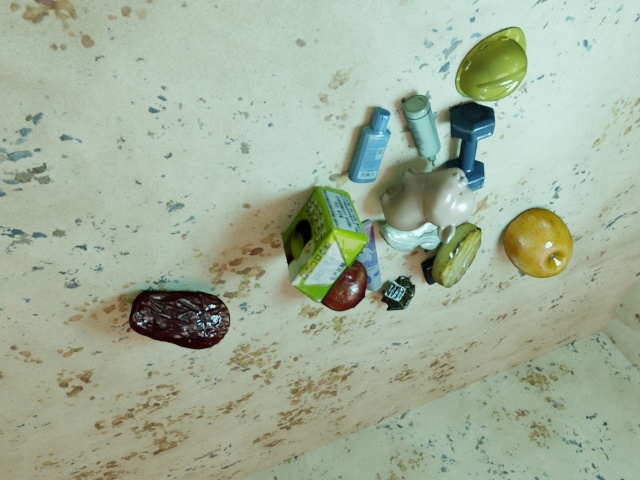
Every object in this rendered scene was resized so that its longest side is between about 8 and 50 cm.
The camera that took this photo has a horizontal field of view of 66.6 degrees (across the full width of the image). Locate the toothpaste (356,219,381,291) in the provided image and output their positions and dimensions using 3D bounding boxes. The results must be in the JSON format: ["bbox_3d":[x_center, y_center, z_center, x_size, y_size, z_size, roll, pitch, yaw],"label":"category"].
[{"bbox_3d":[0.182,0.067,1.987,0.125,0.080,0.371,-22,132,-2],"label":"toothpaste"}]

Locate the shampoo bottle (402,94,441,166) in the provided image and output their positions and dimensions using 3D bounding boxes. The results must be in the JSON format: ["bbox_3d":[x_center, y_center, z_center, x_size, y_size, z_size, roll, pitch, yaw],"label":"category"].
[{"bbox_3d":[0.342,-0.355,1.605,0.085,0.085,0.262,-31,140,4],"label":"shampoo bottle"}]

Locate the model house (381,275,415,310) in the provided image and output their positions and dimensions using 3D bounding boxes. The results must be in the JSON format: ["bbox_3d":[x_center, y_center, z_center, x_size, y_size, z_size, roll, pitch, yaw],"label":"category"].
[{"bbox_3d":[0.349,0.232,2.236,0.152,0.106,0.165,47,66,-38],"label":"model house"}]

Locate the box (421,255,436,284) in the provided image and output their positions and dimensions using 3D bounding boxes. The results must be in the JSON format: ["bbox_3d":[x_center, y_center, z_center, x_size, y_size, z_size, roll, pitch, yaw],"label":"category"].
[{"bbox_3d":[0.582,0.107,2.254,0.230,0.050,0.160,-28,140,0],"label":"box"}]

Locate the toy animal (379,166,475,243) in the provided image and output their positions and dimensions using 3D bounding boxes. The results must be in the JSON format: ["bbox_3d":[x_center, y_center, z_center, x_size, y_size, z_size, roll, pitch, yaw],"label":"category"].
[{"bbox_3d":[0.373,-0.131,1.699,0.326,0.269,0.237,-41,-175,43],"label":"toy animal"}]

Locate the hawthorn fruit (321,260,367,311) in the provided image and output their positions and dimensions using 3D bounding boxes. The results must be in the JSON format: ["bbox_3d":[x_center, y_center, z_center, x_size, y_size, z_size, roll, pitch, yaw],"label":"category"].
[{"bbox_3d":[0.044,0.163,1.892,0.265,0.230,0.210,11,119,-19],"label":"hawthorn fruit"}]

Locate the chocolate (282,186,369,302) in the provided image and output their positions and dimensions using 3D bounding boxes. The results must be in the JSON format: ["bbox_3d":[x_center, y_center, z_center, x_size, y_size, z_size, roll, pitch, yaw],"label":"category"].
[{"bbox_3d":[0.000,0.000,1.636,0.137,0.301,0.289,22,120,-29],"label":"chocolate"}]

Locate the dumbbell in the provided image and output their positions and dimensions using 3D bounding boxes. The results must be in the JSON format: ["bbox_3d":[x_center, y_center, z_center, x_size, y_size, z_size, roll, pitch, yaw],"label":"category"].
[{"bbox_3d":[0.515,-0.315,1.702,0.143,0.156,0.316,-45,148,-26],"label":"dumbbell"}]

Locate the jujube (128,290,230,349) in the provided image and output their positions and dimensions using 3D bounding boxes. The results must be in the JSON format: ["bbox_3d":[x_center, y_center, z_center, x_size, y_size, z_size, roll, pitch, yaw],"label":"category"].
[{"bbox_3d":[-0.500,0.275,1.733,0.342,0.216,0.216,14,125,-31],"label":"jujube"}]

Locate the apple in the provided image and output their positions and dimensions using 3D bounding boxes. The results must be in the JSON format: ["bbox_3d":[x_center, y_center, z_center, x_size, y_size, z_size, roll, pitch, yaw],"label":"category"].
[{"bbox_3d":[0.999,0.019,2.227,0.298,0.275,0.299,-11,134,-12],"label":"apple"}]

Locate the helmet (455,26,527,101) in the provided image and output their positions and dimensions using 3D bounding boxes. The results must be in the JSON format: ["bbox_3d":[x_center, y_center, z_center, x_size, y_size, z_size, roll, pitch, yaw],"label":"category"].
[{"bbox_3d":[0.563,-0.520,1.519,0.256,0.140,0.205,-33,140,11],"label":"helmet"}]

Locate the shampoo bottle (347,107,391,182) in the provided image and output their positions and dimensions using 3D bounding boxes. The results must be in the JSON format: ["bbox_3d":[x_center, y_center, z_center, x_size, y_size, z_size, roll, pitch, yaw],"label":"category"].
[{"bbox_3d":[0.167,-0.304,1.580,0.103,0.061,0.259,-5,135,-23],"label":"shampoo bottle"}]

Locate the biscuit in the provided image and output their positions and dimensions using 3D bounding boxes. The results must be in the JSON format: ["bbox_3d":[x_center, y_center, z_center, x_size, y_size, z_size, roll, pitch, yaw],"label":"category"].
[{"bbox_3d":[0.571,0.059,2.065,0.296,0.102,0.297,-32,140,-33],"label":"biscuit"}]

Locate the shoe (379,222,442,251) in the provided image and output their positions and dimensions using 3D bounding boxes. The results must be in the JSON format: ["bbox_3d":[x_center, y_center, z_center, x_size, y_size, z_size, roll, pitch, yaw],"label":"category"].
[{"bbox_3d":[0.387,-0.073,1.903,0.341,0.132,0.211,-1,131,-35],"label":"shoe"}]
